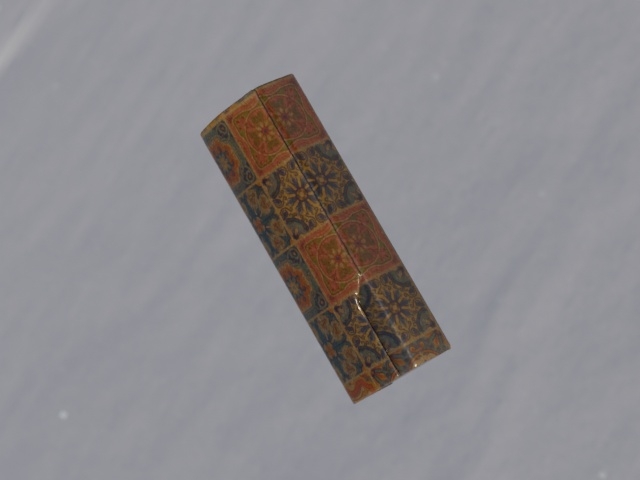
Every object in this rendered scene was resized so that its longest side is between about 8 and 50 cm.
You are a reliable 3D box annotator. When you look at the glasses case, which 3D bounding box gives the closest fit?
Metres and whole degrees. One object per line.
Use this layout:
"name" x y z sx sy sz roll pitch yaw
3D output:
"glasses case" 0.000 0.000 1.310 0.049 0.218 0.075 -25 -7 -40
